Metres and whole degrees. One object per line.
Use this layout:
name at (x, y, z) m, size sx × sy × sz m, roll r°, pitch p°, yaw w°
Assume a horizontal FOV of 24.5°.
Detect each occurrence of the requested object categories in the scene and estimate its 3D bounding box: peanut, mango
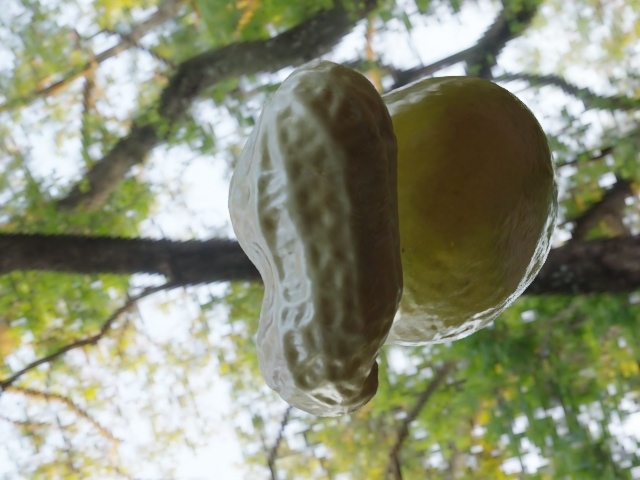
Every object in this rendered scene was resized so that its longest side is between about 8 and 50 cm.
peanut at (-0.001, 0.000, 0.795) m, size 0.093 × 0.083 × 0.194 m, roll -1°, pitch -86°, yaw -35°
mango at (0.093, -0.023, 1.064) m, size 0.332 × 0.142 × 0.195 m, roll -8°, pitch -55°, yaw -64°
